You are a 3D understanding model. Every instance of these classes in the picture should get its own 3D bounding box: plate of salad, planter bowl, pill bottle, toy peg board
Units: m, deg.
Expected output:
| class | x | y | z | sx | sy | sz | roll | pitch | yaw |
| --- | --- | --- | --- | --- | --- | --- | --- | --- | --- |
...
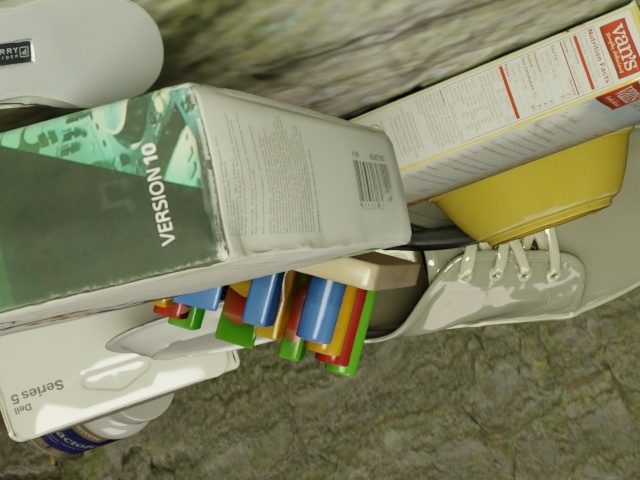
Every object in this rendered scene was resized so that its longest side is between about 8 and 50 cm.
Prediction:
| class | x | y | z | sx | sy | sz | roll | pitch | yaw |
| --- | --- | --- | --- | --- | --- | --- | --- | --- | --- |
| plate of salad | -0.060 | 0.048 | 0.899 | 0.200 | 0.048 | 0.200 | -14 | 170 | -2 |
| planter bowl | 0.161 | -0.052 | 0.936 | 0.217 | 0.090 | 0.217 | -19 | 175 | -2 |
| pill bottle | -0.346 | 0.241 | 1.904 | 0.153 | 0.153 | 0.265 | -14 | 173 | -42 |
| toy peg board | -0.038 | 0.031 | 0.722 | 0.161 | 0.079 | 0.161 | 14 | -177 | 12 |

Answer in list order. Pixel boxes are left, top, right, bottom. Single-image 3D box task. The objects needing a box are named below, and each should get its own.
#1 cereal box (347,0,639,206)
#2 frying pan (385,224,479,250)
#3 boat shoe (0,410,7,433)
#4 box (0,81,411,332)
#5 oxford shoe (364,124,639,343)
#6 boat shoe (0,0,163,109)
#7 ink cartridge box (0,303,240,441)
| class | x | y | z | sx | sy | sz | roll | pitch | yaw |
| --- | --- | --- | --- | --- | --- | --- | --- | --- | --- |
| cereal box | 0.097 | -0.068 | 0.752 | 0.240 | 0.047 | 0.173 | -21 | 173 | 20 |
| frying pan | -0.002 | -0.004 | 0.933 | 0.326 | 0.053 | 0.197 | -14 | 172 | -2 |
| boat shoe | -0.354 | 0.186 | 1.580 | 0.117 | 0.096 | 0.324 | -21 | 175 | 18 |
| box | -0.145 | 0.012 | 0.476 | 0.322 | 0.058 | 0.232 | -14 | 177 | 16 |
| oxford shoe | 0.156 | -0.001 | 1.100 | 0.450 | 0.169 | 0.130 | -13 | 173 | -4 |
| boat shoe | -0.090 | -0.052 | 0.348 | 0.035 | 0.035 | 0.100 | 13 | -159 | 39 |
| ink cartridge box | -0.193 | 0.101 | 1.137 | 0.198 | 0.114 | 0.273 | -18 | 175 | -11 |
